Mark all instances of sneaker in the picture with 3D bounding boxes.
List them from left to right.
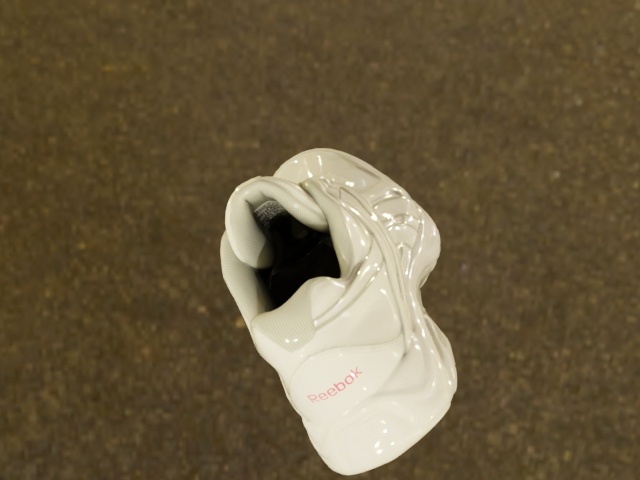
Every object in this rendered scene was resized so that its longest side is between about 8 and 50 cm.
[{"bbox_3d":[0.000,0.000,0.719,0.090,0.115,0.232,-33,28,9],"label":"sneaker"}]
